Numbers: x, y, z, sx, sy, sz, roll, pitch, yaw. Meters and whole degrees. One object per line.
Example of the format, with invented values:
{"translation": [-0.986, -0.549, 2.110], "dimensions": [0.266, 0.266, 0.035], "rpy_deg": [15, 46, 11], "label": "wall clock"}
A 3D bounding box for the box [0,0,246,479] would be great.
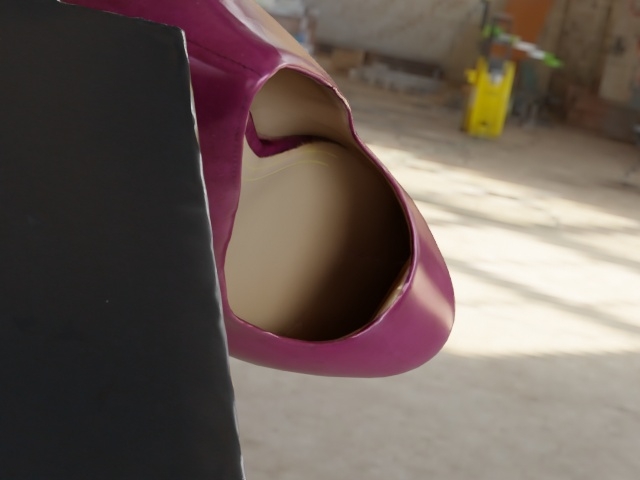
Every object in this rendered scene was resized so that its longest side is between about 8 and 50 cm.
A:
{"translation": [-0.117, 0.083, 0.475], "dimensions": [0.103, 0.261, 0.184], "rpy_deg": [8, 46, -24], "label": "box"}

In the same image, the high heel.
{"translation": [0.000, 0.000, 0.735], "dimensions": [0.181, 0.127, 0.377], "rpy_deg": [22, -6, 41], "label": "high heel"}
